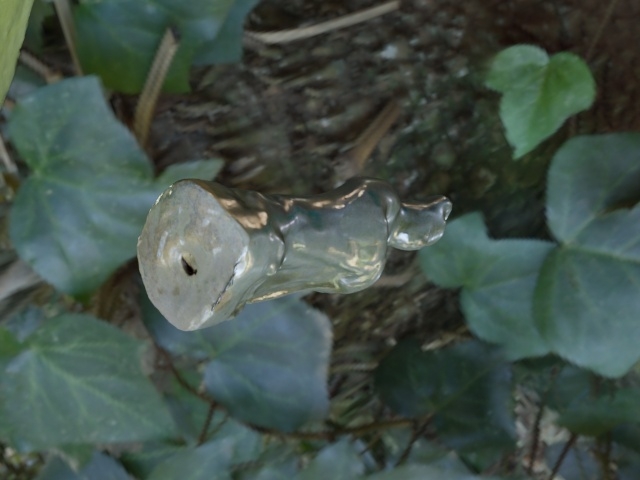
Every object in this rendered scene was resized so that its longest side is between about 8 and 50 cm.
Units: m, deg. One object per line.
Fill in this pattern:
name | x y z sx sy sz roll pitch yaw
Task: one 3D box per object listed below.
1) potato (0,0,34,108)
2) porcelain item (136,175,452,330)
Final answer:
potato | -0.240 -0.069 0.612 0.111 0.272 0.160 22 124 -3
porcelain item | 0.000 0.000 0.710 0.069 0.215 0.081 50 125 25
